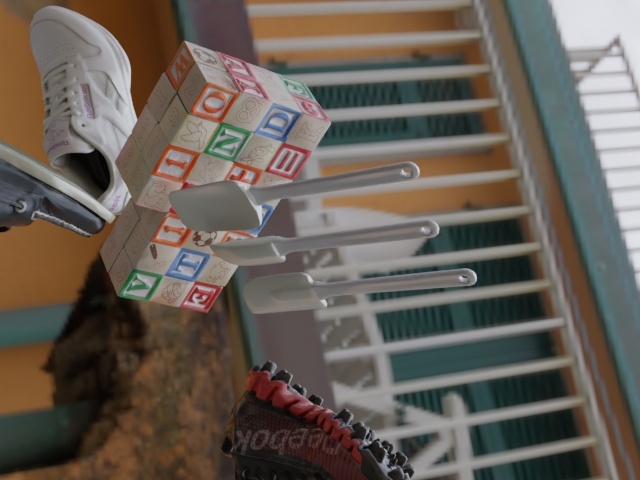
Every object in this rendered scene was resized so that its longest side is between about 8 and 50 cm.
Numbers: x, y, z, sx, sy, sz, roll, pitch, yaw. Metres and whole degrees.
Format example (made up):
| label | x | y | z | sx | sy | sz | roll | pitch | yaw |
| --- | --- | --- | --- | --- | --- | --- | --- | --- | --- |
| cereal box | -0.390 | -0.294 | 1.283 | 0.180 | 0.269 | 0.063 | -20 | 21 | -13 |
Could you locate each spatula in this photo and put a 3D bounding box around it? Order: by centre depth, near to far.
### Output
| label | x | y | z | sx | sy | sz | roll | pitch | yaw |
| --- | --- | --- | --- | --- | --- | --- | --- | --- | --- |
| spatula | 0.000 | 0.000 | 1.114 | 0.242 | 0.019 | 0.168 | -7 | -51 | 32 |

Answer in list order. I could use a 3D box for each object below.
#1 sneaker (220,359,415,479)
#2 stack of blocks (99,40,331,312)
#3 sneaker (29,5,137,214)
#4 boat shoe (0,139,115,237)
| label | x | y | z | sx | sy | sz | roll | pitch | yaw |
| --- | --- | --- | --- | --- | --- | --- | --- | --- | --- |
| sneaker | -0.014 | 0.230 | 1.352 | 0.135 | 0.097 | 0.276 | -54 | -143 | -10 |
| stack of blocks | -0.143 | -0.065 | 1.490 | 0.297 | 0.171 | 0.087 | -56 | -140 | 25 |
| sneaker | -0.307 | -0.172 | 1.683 | 0.114 | 0.152 | 0.305 | -32 | -97 | 31 |
| boat shoe | -0.358 | -0.056 | 1.306 | 0.127 | 0.340 | 0.113 | 27 | -93 | 40 |
